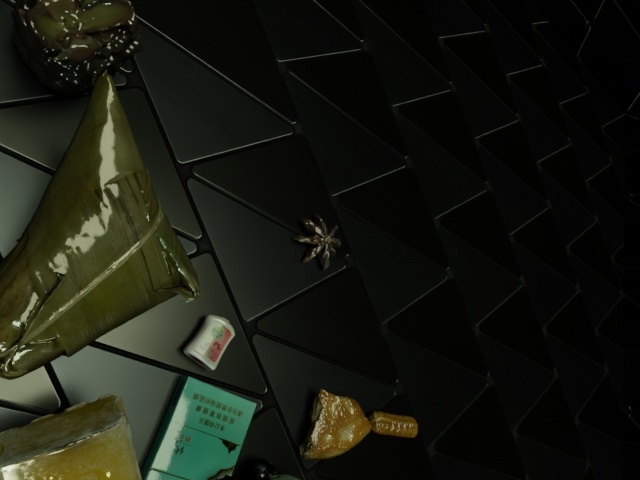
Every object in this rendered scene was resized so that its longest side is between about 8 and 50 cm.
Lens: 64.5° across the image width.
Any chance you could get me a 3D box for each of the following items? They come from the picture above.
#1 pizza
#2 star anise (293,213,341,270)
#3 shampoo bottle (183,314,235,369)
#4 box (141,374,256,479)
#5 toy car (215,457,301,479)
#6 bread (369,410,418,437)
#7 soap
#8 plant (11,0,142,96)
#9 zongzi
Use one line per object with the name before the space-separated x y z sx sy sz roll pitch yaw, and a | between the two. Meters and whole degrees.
pizza | 0.021 0.401 1.123 0.182 0.063 0.161 -22 101 -34
star anise | 0.000 -0.001 1.200 0.141 0.042 0.140 11 72 -36
shampoo bottle | -0.211 0.193 0.988 0.072 0.043 0.099 45 57 -23
box | -0.227 0.387 0.935 0.162 0.041 0.229 34 62 -28
toy car | -0.095 0.525 0.906 0.255 0.189 0.189 20 84 -66
bread | 0.181 0.452 1.243 0.157 0.044 0.052 22 61 -34
soap | -0.347 0.377 0.737 0.174 0.089 0.273 -16 116 -28
plant | -0.405 -0.355 0.840 0.204 0.234 0.178 -37 99 -32
zongzi | -0.421 0.012 0.730 0.447 0.182 0.417 -33 126 -37
